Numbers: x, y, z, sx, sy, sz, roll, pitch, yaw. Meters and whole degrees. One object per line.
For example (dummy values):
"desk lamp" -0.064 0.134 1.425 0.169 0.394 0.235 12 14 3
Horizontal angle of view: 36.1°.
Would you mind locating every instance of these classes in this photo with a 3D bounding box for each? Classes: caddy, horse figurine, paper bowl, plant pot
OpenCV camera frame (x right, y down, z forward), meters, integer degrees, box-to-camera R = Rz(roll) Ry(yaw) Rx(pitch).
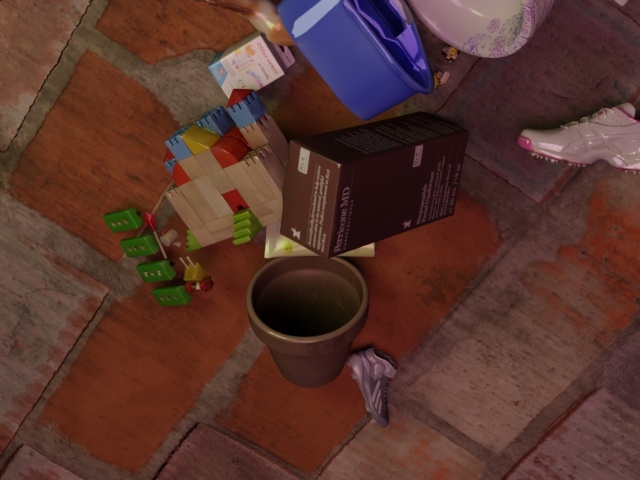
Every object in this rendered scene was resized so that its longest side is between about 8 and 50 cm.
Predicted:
"caddy" 0.080 -0.394 1.817 0.179 0.241 0.341 -32 109 25
"horse figurine" -0.101 -0.425 1.852 0.263 0.174 0.066 34 116 -11
"paper bowl" 0.290 -0.480 1.760 0.284 0.284 0.148 44 68 -14
"plant pot" -0.022 0.192 2.114 0.262 0.263 0.229 1 132 5

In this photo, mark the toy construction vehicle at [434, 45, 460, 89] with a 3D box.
"toy construction vehicle" 0.235 -0.337 1.912 0.035 0.098 0.086 29 97 -6

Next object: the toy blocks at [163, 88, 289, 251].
"toy blocks" -0.194 -0.146 1.972 0.381 0.191 0.261 -17 114 41

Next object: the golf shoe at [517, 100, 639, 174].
"golf shoe" 0.543 -0.212 1.939 0.306 0.115 0.140 6 105 -4

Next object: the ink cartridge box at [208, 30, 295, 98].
"ink cartridge box" -0.132 -0.351 1.937 0.143 0.090 0.092 -28 109 18

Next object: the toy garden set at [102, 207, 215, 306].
"toy garden set" -0.338 0.027 2.119 0.203 0.049 0.244 -8 118 48

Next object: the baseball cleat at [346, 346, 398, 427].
"baseball cleat" 0.138 0.336 2.246 0.109 0.072 0.206 -22 115 8

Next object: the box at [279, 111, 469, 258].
"box" 0.108 -0.115 1.870 0.143 0.381 0.191 29 124 38

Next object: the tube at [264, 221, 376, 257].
"tube" 0.000 0.000 2.106 0.240 0.070 0.062 4 136 6

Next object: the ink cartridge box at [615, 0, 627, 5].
"ink cartridge box" 0.407 -0.605 1.657 0.395 0.285 0.166 38 113 -12
